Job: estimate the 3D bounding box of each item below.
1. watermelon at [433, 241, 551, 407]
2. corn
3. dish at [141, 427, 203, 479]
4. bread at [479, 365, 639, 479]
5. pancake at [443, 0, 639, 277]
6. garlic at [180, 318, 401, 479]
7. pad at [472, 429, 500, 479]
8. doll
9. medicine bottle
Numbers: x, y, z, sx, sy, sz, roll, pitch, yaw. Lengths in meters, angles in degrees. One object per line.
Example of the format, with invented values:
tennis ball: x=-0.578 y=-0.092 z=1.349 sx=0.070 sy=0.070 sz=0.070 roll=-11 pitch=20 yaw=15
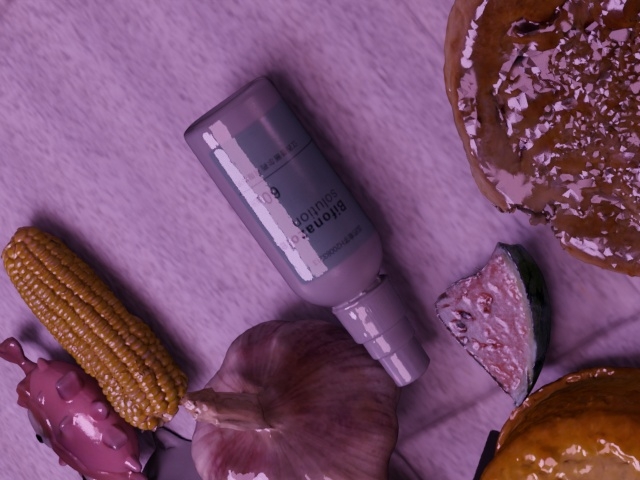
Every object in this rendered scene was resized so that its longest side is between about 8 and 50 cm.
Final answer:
watermelon: x=0.181 y=0.070 z=1.721 sx=0.139 sy=0.071 sz=0.187 roll=17 pitch=124 yaw=38
corn: x=-0.268 y=0.100 z=1.995 sx=0.292 sy=0.101 sz=0.101 roll=49 pitch=131 yaw=1
dish: x=-0.169 y=0.354 z=2.093 sx=0.228 sy=0.086 sz=0.236 roll=13 pitch=124 yaw=24
bread: x=0.317 y=0.305 z=1.654 sx=0.358 sy=0.204 sz=0.337 roll=4 pitch=105 yaw=27
pancake: x=0.279 y=-0.126 z=1.531 sx=0.382 sy=0.071 sz=0.382 roll=15 pitch=124 yaw=23
garlic: x=-0.056 y=0.188 z=1.794 sx=0.245 sy=0.253 sz=0.245 roll=-12 pitch=67 yaw=30
pad: x=0.218 y=0.305 z=1.881 sx=0.116 sy=0.004 sz=0.193 roll=25 pitch=128 yaw=16
doll: x=-0.304 y=0.217 z=2.078 sx=0.262 sy=0.093 sz=0.211 roll=46 pitch=152 yaw=3
medicine bottle: x=0.000 y=0.000 z=1.752 sx=0.110 sy=0.110 sz=0.352 roll=-28 pitch=102 yaw=40
